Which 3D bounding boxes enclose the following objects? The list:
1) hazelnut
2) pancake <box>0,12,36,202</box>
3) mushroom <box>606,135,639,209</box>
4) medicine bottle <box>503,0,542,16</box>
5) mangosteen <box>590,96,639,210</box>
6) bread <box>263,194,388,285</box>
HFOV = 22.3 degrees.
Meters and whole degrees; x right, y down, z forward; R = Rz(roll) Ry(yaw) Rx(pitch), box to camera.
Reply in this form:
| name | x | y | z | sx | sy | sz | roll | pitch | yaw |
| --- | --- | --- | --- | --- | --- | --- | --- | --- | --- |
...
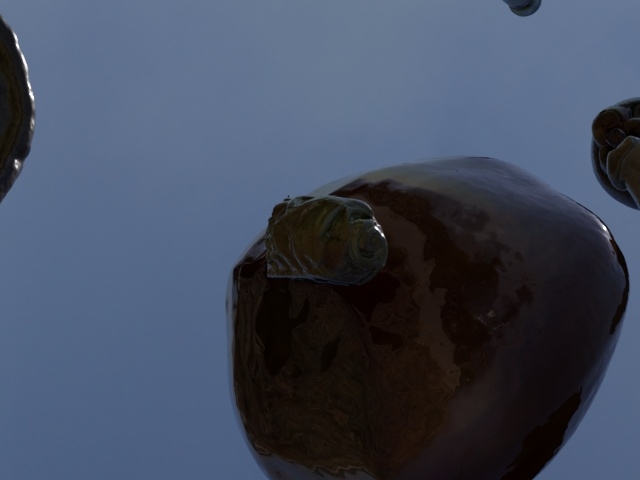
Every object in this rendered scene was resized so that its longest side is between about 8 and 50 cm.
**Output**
| name | x | y | z | sx | sy | sz | roll | pitch | yaw |
| --- | --- | --- | --- | --- | --- | --- | --- | --- | --- |
| hazelnut | 0.087 | 0.085 | 1.416 | 0.366 | 0.365 | 0.366 | -44 | -145 | 43 |
| pancake | -0.384 | -0.147 | 1.556 | 0.033 | 0.288 | 0.286 | -13 | -111 | 36 |
| mushroom | 0.419 | 0.019 | 1.551 | 0.097 | 0.351 | 0.109 | -49 | 170 | 7 |
| medicine bottle | 0.240 | -0.343 | 2.099 | 0.051 | 0.191 | 0.051 | -6 | -105 | 23 |
| mangosteen | 0.359 | -0.100 | 1.810 | 0.137 | 0.151 | 0.137 | -5 | -98 | 35 |
| bread | 0.000 | 0.000 | 1.038 | 0.060 | 0.066 | 0.110 | -54 | -158 | -15 |
